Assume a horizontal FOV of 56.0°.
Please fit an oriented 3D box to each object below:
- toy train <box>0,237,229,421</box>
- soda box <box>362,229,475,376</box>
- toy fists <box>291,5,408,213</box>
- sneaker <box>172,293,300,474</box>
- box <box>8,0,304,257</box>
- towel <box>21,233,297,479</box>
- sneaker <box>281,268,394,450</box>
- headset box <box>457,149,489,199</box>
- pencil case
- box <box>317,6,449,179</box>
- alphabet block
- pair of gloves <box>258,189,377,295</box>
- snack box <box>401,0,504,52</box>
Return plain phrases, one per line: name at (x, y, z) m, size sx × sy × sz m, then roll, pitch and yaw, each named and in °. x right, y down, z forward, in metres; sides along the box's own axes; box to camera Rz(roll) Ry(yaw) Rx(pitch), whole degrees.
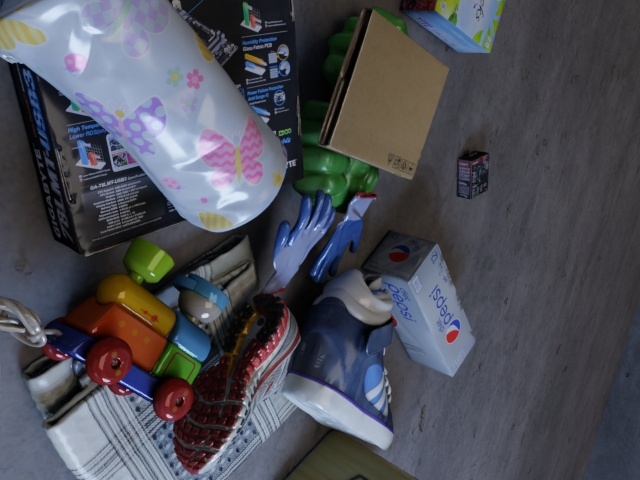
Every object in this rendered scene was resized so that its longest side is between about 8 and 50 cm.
toy train at (-0.194, 0.056, 0.565) m, size 0.248 × 0.105 × 0.143 m, roll 50°, pitch 60°, yaw -42°
soda box at (0.178, 0.116, 1.051) m, size 0.091 × 0.098 × 0.286 m, roll -51°, pitch 135°, yaw -23°
toy fists at (0.047, -0.173, 0.808) m, size 0.142 × 0.096 × 0.279 m, roll 30°, pitch 83°, yaw -47°
sneaker at (-0.090, 0.181, 0.732) m, size 0.225 × 0.088 × 0.092 m, roll -57°, pitch 141°, yaw -18°
box at (-0.151, -0.169, 0.617) m, size 0.296 × 0.073 × 0.293 m, roll -25°, pitch 120°, yaw -38°
towel at (-0.162, 0.194, 0.750) m, size 0.312 × 0.056 × 0.324 m, roll -36°, pitch 127°, yaw -33°
sneaker at (0.071, 0.178, 0.939) m, size 0.236 × 0.130 × 0.322 m, roll -65°, pitch 147°, yaw -19°
headset box at (0.285, -0.127, 1.125) m, size 0.062 × 0.032 × 0.083 m, roll -27°, pitch 122°, yaw -39°
pencil case at (-0.140, -0.121, 0.513) m, size 0.124 × 0.113 × 0.273 m, roll -47°, pitch 133°, yaw -5°
box at (0.088, -0.175, 0.764) m, size 0.201 × 0.021 × 0.164 m, roll 11°, pitch 99°, yaw -52°
alphabet block at (0.050, 0.464, 0.968) m, size 0.193 × 0.197 × 0.192 m, roll -41°, pitch 131°, yaw -30°
pair of gloves at (0.000, 0.000, 0.795) m, size 0.198 × 0.023 × 0.159 m, roll -12°, pitch 136°, yaw -52°
snack box at (0.223, -0.418, 0.924) m, size 0.175 × 0.070 × 0.206 m, roll 12°, pitch 96°, yaw -48°
